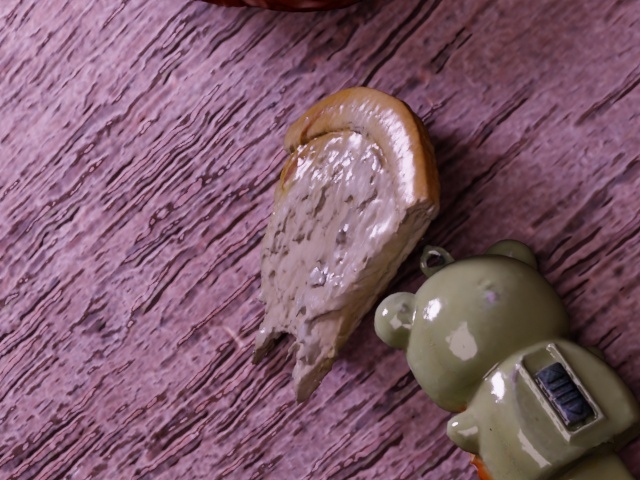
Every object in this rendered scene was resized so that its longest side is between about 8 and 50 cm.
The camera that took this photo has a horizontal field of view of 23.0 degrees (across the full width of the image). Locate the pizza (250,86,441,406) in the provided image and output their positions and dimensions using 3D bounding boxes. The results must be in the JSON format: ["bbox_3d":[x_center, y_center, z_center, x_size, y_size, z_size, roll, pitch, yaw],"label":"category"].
[{"bbox_3d":[0.000,0.000,1.165,0.262,0.034,0.181,-63,37,27],"label":"pizza"}]

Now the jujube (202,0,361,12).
[{"bbox_3d":[-0.101,-0.277,1.167,0.342,0.216,0.216,22,101,13],"label":"jujube"}]

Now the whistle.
[{"bbox_3d":[0.149,0.118,1.067,0.288,0.131,0.106,57,157,18],"label":"whistle"}]
